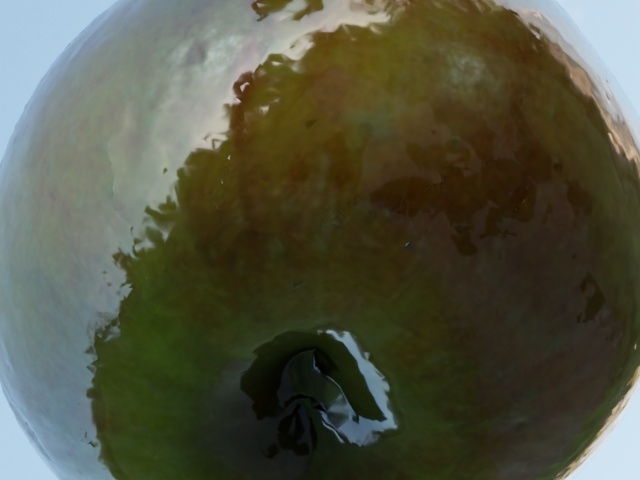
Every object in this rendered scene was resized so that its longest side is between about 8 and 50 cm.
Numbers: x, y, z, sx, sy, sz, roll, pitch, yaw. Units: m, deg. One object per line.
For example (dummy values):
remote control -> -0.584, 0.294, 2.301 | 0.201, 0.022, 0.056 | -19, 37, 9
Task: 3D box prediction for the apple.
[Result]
apple -> 0.000, 0.000, 0.443 | 0.155, 0.182, 0.182 | -81, -12, -54
